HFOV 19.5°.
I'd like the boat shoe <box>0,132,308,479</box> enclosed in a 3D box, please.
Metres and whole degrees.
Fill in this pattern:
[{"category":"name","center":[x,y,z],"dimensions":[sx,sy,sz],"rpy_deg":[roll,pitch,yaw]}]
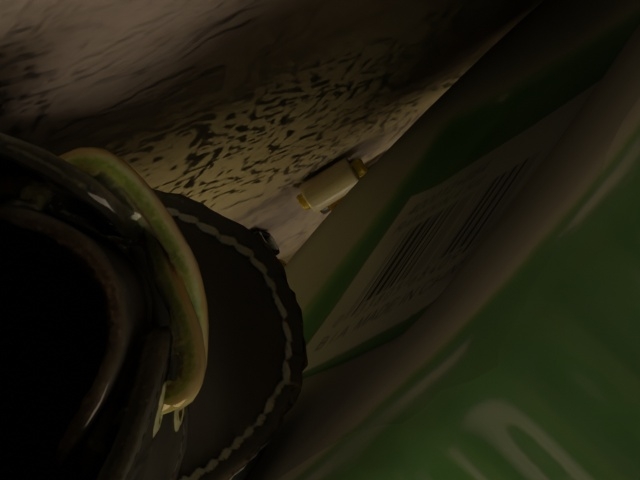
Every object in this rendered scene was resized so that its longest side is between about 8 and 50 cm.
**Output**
[{"category":"boat shoe","center":[-0.074,0.030,0.362],"dimensions":[0.091,0.109,0.305],"rpy_deg":[-29,171,26]}]

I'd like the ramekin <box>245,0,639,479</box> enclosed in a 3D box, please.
[{"category":"ramekin","center":[0.085,0.037,0.554],"dimensions":[0.303,0.148,0.303],"rpy_deg":[-46,-170,10]}]

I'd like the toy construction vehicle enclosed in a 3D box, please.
[{"category":"toy construction vehicle","center":[0.000,0.000,0.751],"dimensions":[0.086,0.035,0.098],"rpy_deg":[-31,173,4]}]
